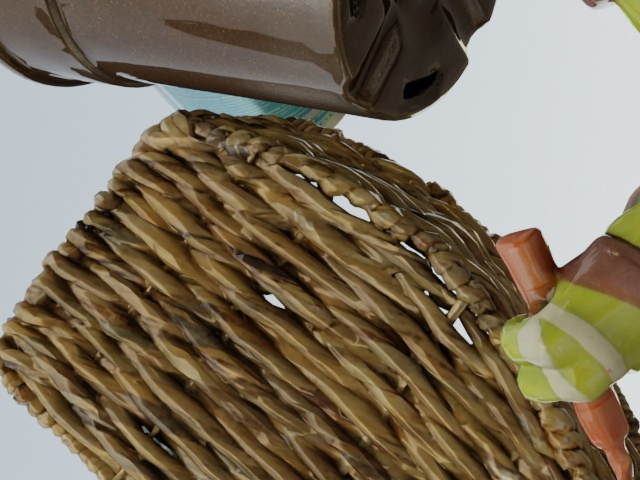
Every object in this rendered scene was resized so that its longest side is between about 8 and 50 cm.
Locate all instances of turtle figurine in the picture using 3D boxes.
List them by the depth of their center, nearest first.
[{"bbox_3d":[0.110,-0.034,0.428,0.269,0.087,0.217,-13,-112,-35],"label":"turtle figurine"}]

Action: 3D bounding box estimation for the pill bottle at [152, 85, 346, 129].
[{"bbox_3d":[-0.066,-0.158,1.127,0.264,0.146,0.146,47,-130,-70],"label":"pill bottle"}]

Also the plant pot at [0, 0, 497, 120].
[{"bbox_3d":[-0.026,-0.124,0.631,0.167,0.165,0.167,-34,-48,-48],"label":"plant pot"}]

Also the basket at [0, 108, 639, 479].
[{"bbox_3d":[0.028,0.073,0.857,0.213,0.299,0.223,-53,-20,14],"label":"basket"}]
